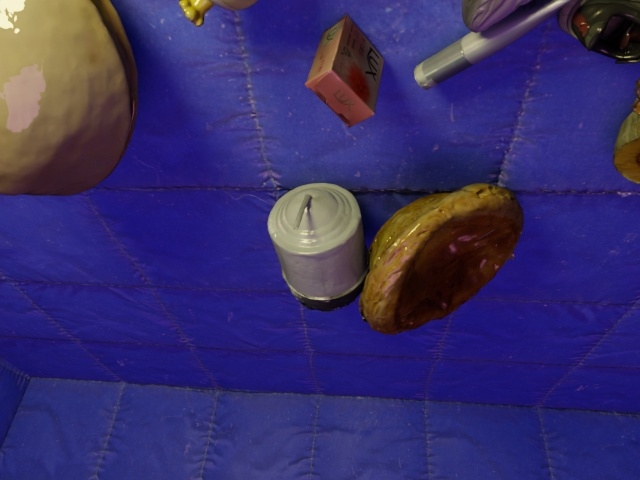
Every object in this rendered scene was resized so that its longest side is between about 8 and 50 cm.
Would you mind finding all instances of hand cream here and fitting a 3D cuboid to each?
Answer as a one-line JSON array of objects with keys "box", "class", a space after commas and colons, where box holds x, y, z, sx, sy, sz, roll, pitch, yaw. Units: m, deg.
[{"box": [0.266, -0.318, 0.775, 0.255, 0.079, 0.048, -24, 122, 38], "class": "hand cream"}]

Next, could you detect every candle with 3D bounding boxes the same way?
[{"box": [0.000, 0.000, 1.137, 0.221, 0.221, 0.342, -1, 141, 9], "class": "candle"}]

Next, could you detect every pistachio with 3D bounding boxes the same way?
[{"box": [-0.487, -0.259, 0.812, 0.365, 0.281, 0.445, 23, 128, -9], "class": "pistachio"}]

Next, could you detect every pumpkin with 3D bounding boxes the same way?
[{"box": [0.644, -0.189, 0.887, 0.217, 0.110, 0.217, 2, 157, 1], "class": "pumpkin"}]

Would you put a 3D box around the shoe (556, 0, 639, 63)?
[{"box": [0.467, -0.305, 0.728, 0.227, 0.112, 0.099, 12, 144, -6], "class": "shoe"}]

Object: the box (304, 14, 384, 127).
[{"box": [0.045, -0.273, 0.797, 0.060, 0.156, 0.111, -18, 137, 40], "class": "box"}]

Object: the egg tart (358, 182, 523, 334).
[{"box": [0.254, 0.032, 1.118, 0.443, 0.178, 0.443, -24, 143, -20], "class": "egg tart"}]

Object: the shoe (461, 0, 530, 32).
[{"box": [0.304, -0.379, 0.662, 0.137, 0.095, 0.245, 22, 135, -18], "class": "shoe"}]

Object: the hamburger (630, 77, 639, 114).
[{"box": [0.630, -0.274, 0.552, 0.268, 0.287, 0.445, -23, 152, -24], "class": "hamburger"}]

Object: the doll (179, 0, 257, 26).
[{"box": [-0.095, -0.411, 0.651, 0.296, 0.117, 0.141, -24, 117, 35], "class": "doll"}]
